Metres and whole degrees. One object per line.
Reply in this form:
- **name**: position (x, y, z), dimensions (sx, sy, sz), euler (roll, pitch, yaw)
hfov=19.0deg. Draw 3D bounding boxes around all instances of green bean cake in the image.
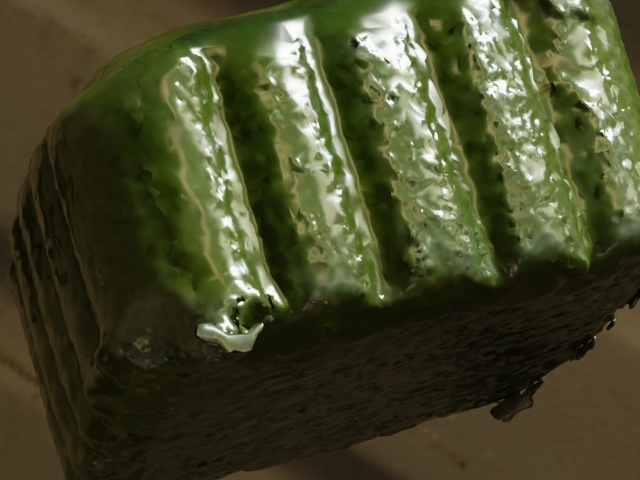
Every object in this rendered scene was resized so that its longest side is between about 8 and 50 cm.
- **green bean cake**: position (0.000, 0.000, 0.832), dimensions (0.247, 0.250, 0.156), euler (121, -45, -64)
